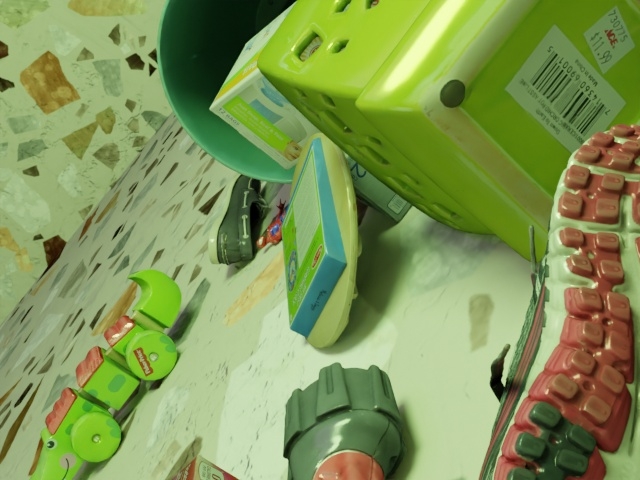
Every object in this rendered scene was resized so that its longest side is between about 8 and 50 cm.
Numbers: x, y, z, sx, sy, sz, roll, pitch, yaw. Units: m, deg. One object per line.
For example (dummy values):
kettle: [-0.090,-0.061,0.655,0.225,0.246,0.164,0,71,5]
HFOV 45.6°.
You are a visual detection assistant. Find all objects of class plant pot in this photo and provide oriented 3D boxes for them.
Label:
plant pot: [0.124,-0.130,0.560,0.227,0.228,0.207,-51,29,4]
plant pot: [-0.026,-0.248,0.971,0.293,0.293,0.235,-42,10,25]

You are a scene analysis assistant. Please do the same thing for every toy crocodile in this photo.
toy crocodile: [-0.297,0.197,1.046,0.340,0.105,0.115,-57,22,-9]

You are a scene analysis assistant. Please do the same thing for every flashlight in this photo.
flashlight: [0.028,0.182,0.439,0.304,0.103,0.103,-93,4,-63]

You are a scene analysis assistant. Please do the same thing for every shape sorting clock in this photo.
shape sorting clock: [0.000,0.000,0.734,0.206,0.040,0.206,-176,90,-75]

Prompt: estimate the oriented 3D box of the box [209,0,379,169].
box: [0.000,-0.170,0.752,0.203,0.114,0.103,-21,39,49]

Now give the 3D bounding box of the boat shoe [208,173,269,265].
boat shoe: [-0.107,-0.034,1.109,0.065,0.075,0.206,2,35,10]

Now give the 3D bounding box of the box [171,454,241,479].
box: [-0.069,0.275,0.438,0.122,0.128,0.257,-44,23,20]

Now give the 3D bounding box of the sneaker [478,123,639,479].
sneaker: [0.141,0.058,0.385,0.299,0.121,0.112,-57,-10,-31]

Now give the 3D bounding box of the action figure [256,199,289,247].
action figure: [-0.044,-0.033,0.998,0.115,0.030,0.038,-50,27,12]

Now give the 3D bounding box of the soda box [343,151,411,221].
soda box: [0.117,-0.164,0.789,0.286,0.091,0.098,-53,23,0]
